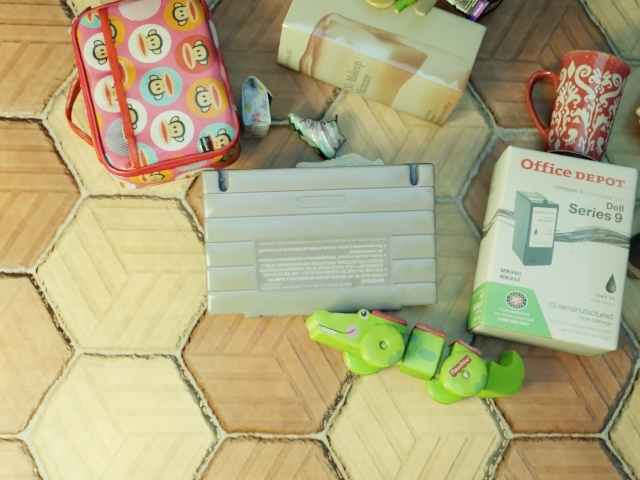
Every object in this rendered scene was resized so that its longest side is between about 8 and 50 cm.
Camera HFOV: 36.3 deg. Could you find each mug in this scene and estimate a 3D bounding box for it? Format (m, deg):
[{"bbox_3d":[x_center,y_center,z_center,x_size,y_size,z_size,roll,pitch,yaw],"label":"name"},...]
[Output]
[{"bbox_3d":[0.417,-0.209,1.600,0.113,0.150,0.169,22,78,-38],"label":"mug"}]

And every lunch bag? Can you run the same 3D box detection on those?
[{"bbox_3d":[-0.271,-0.232,1.523,0.258,0.120,0.293,-14,78,-4],"label":"lunch bag"},{"bbox_3d":[-0.103,-0.213,1.552,0.053,0.071,0.083,-6,77,-9],"label":"lunch bag"}]

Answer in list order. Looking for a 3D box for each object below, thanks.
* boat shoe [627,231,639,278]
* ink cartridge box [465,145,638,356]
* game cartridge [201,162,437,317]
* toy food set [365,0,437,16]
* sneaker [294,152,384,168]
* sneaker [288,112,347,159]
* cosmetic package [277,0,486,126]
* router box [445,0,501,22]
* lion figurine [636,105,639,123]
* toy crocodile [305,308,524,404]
[{"bbox_3d":[0.623,-0.010,1.565,0.285,0.092,0.102,-14,79,-8],"label":"boat shoe"},{"bbox_3d":[0.359,0.017,1.517,0.211,0.121,0.289,10,77,0],"label":"ink cartridge box"},{"bbox_3d":[0.000,0.000,1.496,0.355,0.068,0.230,-2,98,-6],"label":"game cartridge"},{"bbox_3d":[0.102,-0.404,1.487,0.192,0.038,0.132,31,62,15],"label":"toy food set"},{"bbox_3d":[0.033,-0.109,1.557,0.152,0.053,0.061,8,64,-7],"label":"sneaker"},{"bbox_3d":[0.000,-0.185,1.575,0.098,0.038,0.069,45,76,-5],"label":"sneaker"},{"bbox_3d":[0.092,-0.309,1.552,0.296,0.153,0.129,21,75,1],"label":"cosmetic package"},{"bbox_3d":[0.229,-0.422,1.584,0.133,0.179,0.046,40,120,5],"label":"router box"},{"bbox_3d":[0.723,-0.175,1.591,0.392,0.142,0.240,37,84,-1],"label":"lion figurine"},{"bbox_3d":[0.143,0.168,1.472,0.341,0.115,0.105,19,71,-3],"label":"toy crocodile"}]
